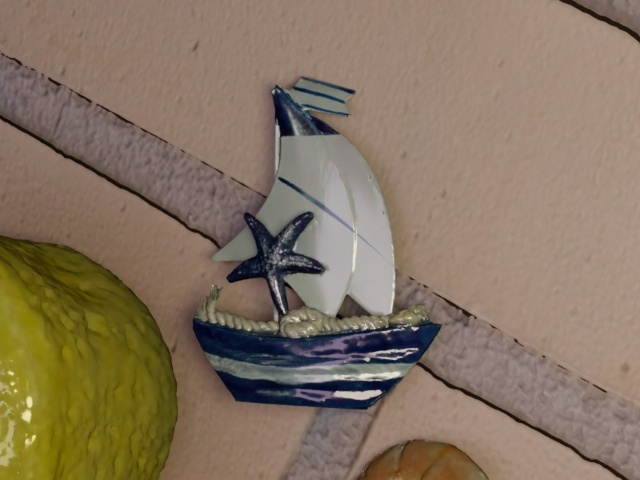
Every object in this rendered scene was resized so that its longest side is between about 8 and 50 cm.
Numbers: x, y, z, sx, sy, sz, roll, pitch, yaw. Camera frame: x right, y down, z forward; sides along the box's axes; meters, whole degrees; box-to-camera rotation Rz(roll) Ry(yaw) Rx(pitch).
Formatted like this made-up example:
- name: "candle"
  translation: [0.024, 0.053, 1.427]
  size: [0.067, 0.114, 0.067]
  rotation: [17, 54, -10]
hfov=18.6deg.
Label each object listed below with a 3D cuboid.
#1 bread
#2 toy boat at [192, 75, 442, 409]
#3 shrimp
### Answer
- name: "bread"
  translation: [-0.310, 0.136, 1.657]
  size: [0.348, 0.307, 0.348]
  rotation: [2, 94, 26]
- name: "toy boat"
  translation: [-0.026, 0.016, 1.681]
  size: [0.210, 0.070, 0.292]
  rotation: [-24, 78, 14]
- name: "shrimp"
  translation: [0.054, 0.291, 1.654]
  size: [0.145, 0.061, 0.267]
  rotation: [31, 106, 30]
